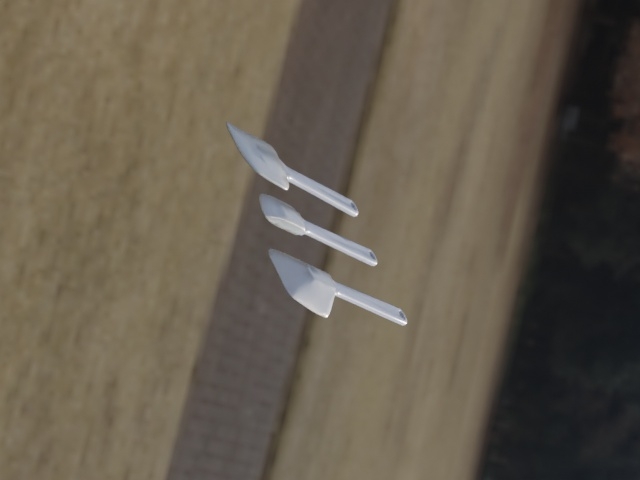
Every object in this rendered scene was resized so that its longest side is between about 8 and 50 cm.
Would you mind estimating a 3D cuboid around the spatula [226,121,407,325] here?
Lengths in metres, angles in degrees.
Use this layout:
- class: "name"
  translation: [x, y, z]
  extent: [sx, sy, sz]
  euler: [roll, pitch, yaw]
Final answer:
- class: "spatula"
  translation: [0.000, 0.000, 1.613]
  extent: [0.242, 0.019, 0.168]
  euler: [28, 34, -61]
